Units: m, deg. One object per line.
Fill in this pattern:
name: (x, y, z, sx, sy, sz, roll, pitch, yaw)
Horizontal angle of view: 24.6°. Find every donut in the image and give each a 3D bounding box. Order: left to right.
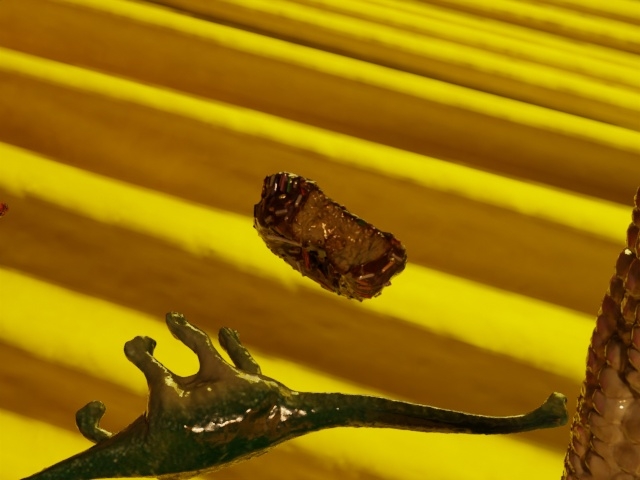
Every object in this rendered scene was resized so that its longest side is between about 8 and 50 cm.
donut: (0.001, 0.000, 2.022, 0.096, 0.230, 0.216, -59, 20, -13)

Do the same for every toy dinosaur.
toy dinosaur: (-0.055, 0.177, 1.194, 0.447, 0.301, 0.087, -33, -39, -18)

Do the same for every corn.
corn: (0.208, 0.037, 0.788, 0.126, 0.127, 0.335, -55, -15, -56)

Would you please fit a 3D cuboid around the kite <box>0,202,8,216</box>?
kite: (-0.275, 0.004, 1.067, 0.125, 0.008, 0.222, -52, 22, -1)
